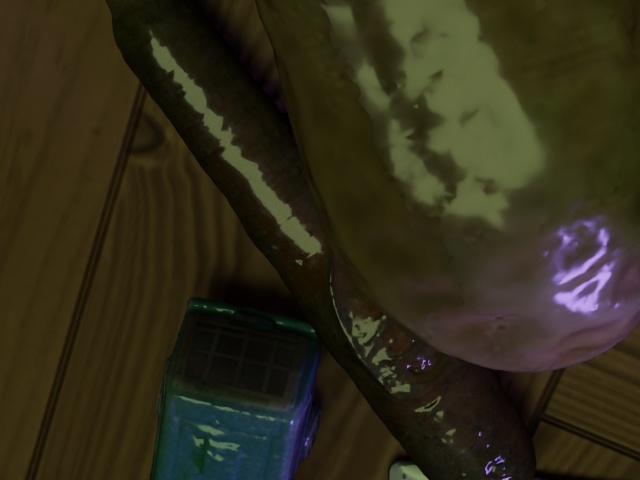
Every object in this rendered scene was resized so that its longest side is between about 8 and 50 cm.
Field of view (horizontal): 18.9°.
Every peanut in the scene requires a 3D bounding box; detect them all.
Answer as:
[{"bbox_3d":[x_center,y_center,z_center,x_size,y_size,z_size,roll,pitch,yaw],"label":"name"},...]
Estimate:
[{"bbox_3d":[0.066,-0.116,0.800,0.192,0.169,0.387,-8,117,14],"label":"peanut"}]

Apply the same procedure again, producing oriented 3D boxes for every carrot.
[{"bbox_3d":[0.000,0.000,0.951,0.070,0.070,0.342,-29,107,29],"label":"carrot"}]

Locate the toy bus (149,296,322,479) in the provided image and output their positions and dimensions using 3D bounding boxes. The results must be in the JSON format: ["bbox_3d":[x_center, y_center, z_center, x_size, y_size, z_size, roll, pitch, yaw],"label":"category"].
[{"bbox_3d":[-0.058,0.154,1.038,0.091,0.109,0.262,12,124,3],"label":"toy bus"}]

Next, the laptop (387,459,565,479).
[{"bbox_3d":[0.167,0.212,1.055,0.269,0.015,0.187,7,121,13],"label":"laptop"}]
